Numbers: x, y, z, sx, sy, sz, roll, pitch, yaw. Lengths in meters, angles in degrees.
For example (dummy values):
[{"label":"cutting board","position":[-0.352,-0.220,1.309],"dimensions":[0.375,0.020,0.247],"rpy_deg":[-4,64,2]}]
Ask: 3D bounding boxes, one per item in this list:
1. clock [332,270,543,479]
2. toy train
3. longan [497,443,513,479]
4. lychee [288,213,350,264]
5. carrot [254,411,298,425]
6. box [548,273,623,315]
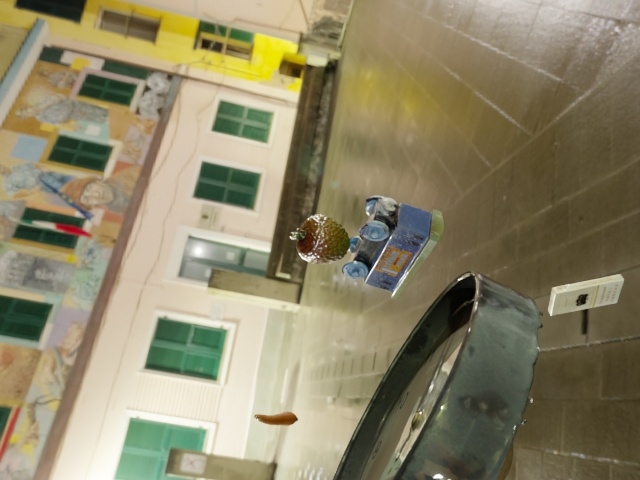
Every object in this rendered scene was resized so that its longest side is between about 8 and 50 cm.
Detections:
[{"label":"clock","position":[0.113,0.210,0.648],"dimensions":[0.386,0.076,0.386],"rpy_deg":[-60,-4,-7]},{"label":"toy train","position":[0.180,0.014,1.473],"dimensions":[0.300,0.201,0.131],"rpy_deg":[113,173,-49]},{"label":"longan","position":[0.348,0.500,1.384],"dimensions":[0.258,0.257,0.258],"rpy_deg":[-169,90,-83]},{"label":"lychee","position":[0.000,0.000,1.246],"dimensions":[0.114,0.146,0.114],"rpy_deg":[-34,47,46]},{"label":"carrot","position":[-0.107,0.445,1.400],"dimensions":[0.035,0.142,0.035],"rpy_deg":[-16,67,41]},{"label":"box","position":[0.648,0.135,1.372],"dimensions":[0.024,0.166,0.090],"rpy_deg":[-99,-3,-46]}]
